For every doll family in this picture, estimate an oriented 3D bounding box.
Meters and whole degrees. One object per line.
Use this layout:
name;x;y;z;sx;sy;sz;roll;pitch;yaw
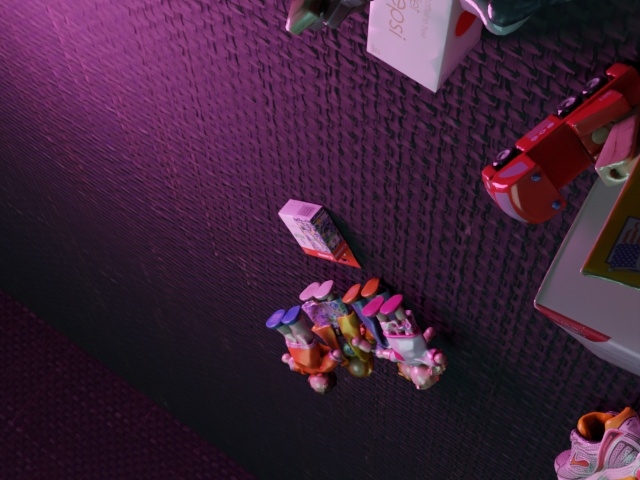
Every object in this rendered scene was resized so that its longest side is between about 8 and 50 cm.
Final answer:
doll family;0.069;0.128;1.496;0.262;0.118;0.163;-8;124;39

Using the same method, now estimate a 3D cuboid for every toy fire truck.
toy fire truck;0.215;-0.074;0.806;0.047;0.192;0.135;50;-175;-20

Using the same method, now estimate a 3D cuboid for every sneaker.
sneaker;0.334;0.242;1.314;0.093;0.088;0.225;59;160;8

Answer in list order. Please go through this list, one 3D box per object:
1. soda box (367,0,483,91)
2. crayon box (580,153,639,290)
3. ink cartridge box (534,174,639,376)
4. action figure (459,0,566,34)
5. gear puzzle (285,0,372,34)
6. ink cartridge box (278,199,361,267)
soda box;0.086;-0.211;0.844;0.074;0.069;0.216;34;157;16
crayon box;0.337;0.009;0.626;0.322;0.203;0.083;18;150;29
ink cartridge box;0.273;0.043;0.880;0.128;0.127;0.176;25;176;33
action figure;0.226;-0.143;0.491;0.330;0.179;0.341;-6;138;4
gear puzzle;0.106;-0.242;0.612;0.044;0.176;0.339;30;144;-25
ink cartridge box;0.000;0.000;1.434;0.062;0.029;0.115;14;146;47
